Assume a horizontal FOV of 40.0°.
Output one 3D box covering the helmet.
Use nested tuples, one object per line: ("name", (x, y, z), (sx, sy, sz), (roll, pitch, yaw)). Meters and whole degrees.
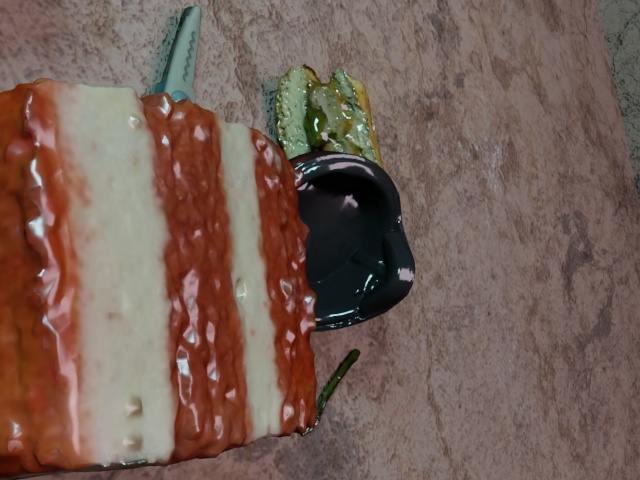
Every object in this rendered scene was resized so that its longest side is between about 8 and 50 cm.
("helmet", (0.000, 0.000, 1.028), (0.189, 0.193, 0.216), (17, 95, -29))

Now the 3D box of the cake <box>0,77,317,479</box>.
("cake", (-0.188, 0.041, 0.686), (0.319, 0.270, 0.269), (11, 70, -63))

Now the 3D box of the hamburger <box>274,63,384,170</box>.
("hamburger", (0.021, -0.106, 1.163), (0.131, 0.124, 0.262), (-50, 128, -74))

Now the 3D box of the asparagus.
("asparagus", (0.015, 0.195, 1.147), (0.163, 0.016, 0.016), (-53, 141, -46))

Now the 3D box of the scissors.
("scissors", (-0.168, -0.139, 0.974), (0.138, 0.041, 0.289), (26, 62, -38))
